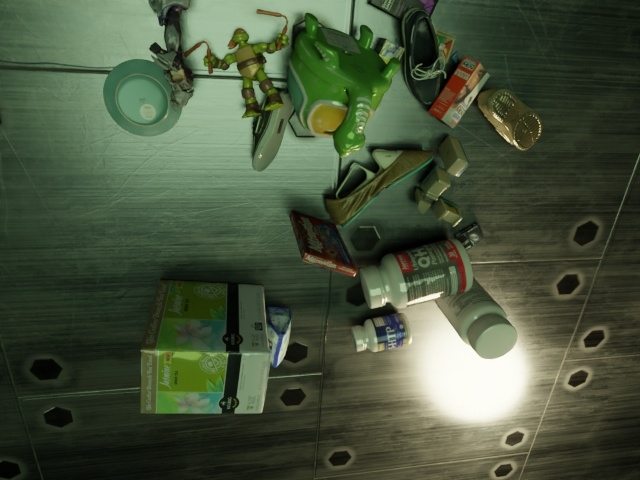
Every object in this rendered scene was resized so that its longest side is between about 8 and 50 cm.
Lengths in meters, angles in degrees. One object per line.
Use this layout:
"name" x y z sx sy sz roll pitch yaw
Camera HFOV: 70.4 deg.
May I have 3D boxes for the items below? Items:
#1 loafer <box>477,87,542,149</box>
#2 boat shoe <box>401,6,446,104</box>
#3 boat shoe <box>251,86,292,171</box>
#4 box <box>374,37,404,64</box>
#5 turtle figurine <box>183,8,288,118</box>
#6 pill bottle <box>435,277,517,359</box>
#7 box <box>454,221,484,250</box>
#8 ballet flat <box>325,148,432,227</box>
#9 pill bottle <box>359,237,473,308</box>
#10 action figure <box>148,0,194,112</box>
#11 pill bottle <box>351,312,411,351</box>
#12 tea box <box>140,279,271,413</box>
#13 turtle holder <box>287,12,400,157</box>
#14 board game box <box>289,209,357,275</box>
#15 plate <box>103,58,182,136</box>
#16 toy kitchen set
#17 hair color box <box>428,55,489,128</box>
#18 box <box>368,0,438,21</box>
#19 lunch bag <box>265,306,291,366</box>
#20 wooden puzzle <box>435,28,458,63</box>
"loafer" 0.537 -0.353 1.286 0.268 0.092 0.102 29 110 -39
"boat shoe" 0.269 -0.460 1.166 0.095 0.079 0.255 -16 129 -1
"boat shoe" -0.140 -0.291 1.194 0.070 0.077 0.219 29 106 20
"box" 0.149 -0.433 1.186 0.059 0.054 0.169 20 111 -19
"turtle figurine" -0.182 -0.416 1.107 0.269 0.087 0.217 -14 101 10
"pill bottle" 0.494 0.239 1.458 0.160 0.283 0.160 -5 117 -9
"box" 0.486 -0.011 1.482 0.083 0.018 0.067 -31 117 5
"ballet flat" 0.153 -0.180 1.296 0.342 0.116 0.124 -37 98 12
"pill bottle" 0.291 0.112 1.415 0.318 0.176 0.176 -14 118 -5
"action figure" -0.335 -0.435 1.026 0.099 0.185 0.285 -5 101 -18
"pill bottle" 0.203 0.315 1.536 0.186 0.112 0.112 -11 118 -6
"tea box" -0.323 0.294 1.298 0.323 0.329 0.220 4 116 -13
"turtle holder" 0.052 -0.352 1.074 0.243 0.320 0.227 -24 153 -41
"board game box" 0.000 0.000 1.242 0.145 0.281 0.027 17 111 -19
"plate" -0.441 -0.349 1.128 0.188 0.024 0.188 -5 116 -10
"toy kitchen set" 0.392 -0.171 1.351 0.166 0.122 0.207 21 131 -20
"hair color box" 0.375 -0.396 1.227 0.093 0.053 0.167 7 119 -53
"box" 0.213 -0.610 1.125 0.162 0.029 0.116 18 112 -18
"lunch bag" -0.140 0.304 1.440 0.096 0.151 0.129 5 116 -14
"wooden puzzle" 0.318 -0.512 1.203 0.116 0.014 0.079 4 115 -14
